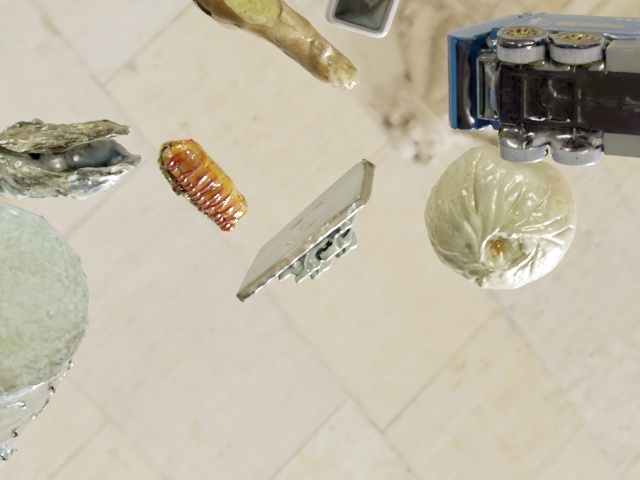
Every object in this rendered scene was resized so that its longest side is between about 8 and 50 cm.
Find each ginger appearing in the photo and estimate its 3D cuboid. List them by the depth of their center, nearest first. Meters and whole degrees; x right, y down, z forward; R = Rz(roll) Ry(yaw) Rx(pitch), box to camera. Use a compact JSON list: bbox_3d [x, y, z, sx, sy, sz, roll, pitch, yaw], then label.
[{"bbox_3d":[-0.072,-0.286,1.868,0.294,0.086,0.131,40,-25,9],"label":"ginger"}]

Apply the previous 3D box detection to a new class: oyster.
[{"bbox_3d":[-0.456,-0.130,2.378,0.162,0.351,0.158,15,64,-66],"label":"oyster"}]

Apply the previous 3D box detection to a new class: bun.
[{"bbox_3d":[0.260,-0.023,2.162,0.244,0.153,0.244,10,-44,10],"label":"bun"}]

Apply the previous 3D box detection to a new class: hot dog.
[{"bbox_3d":[-0.128,-0.058,1.576,0.062,0.038,0.144,-7,-39,28],"label":"hot dog"}]

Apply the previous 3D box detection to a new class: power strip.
[{"bbox_3d":[0.000,0.000,1.759,0.064,0.198,0.213,49,16,-10],"label":"power strip"}]

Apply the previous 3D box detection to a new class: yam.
[{"bbox_3d":[-0.358,0.106,1.368,0.241,0.241,0.348,45,-35,-1],"label":"yam"}]

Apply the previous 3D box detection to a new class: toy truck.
[{"bbox_3d":[0.318,-0.170,1.584,0.367,0.175,0.146,9,-64,24],"label":"toy truck"}]

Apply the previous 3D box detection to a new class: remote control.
[{"bbox_3d":[0.069,-0.316,1.372,0.067,0.261,0.029,16,27,-4],"label":"remote control"}]
